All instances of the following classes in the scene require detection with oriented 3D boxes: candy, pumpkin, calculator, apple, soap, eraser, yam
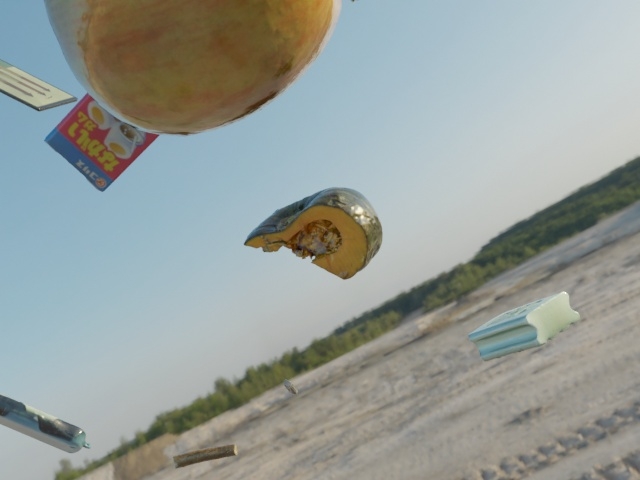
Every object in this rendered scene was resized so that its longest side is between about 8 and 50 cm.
[{"bbox_3d":[-0.391,-0.256,1.589,0.306,0.157,0.100,-40,17,20],"label":"candy"},{"bbox_3d":[0.000,0.000,1.740,0.280,0.190,0.139,-24,17,29],"label":"pumpkin"},{"bbox_3d":[-0.690,0.441,1.914,0.173,0.293,0.051,-48,18,60],"label":"calculator"},{"bbox_3d":[-0.157,-0.329,0.992,0.346,0.391,0.391,-15,-7,5],"label":"apple"},{"bbox_3d":[0.385,0.168,1.521,0.119,0.066,0.198,-24,-6,-28],"label":"soap"},{"bbox_3d":[-0.090,0.441,2.372,0.019,0.027,0.099,-61,-24,-19],"label":"eraser"},{"bbox_3d":[-0.261,0.485,1.791,0.145,0.032,0.032,-11,-8,-1],"label":"yam"}]

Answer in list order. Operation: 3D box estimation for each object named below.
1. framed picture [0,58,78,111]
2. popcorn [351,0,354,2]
[{"bbox_3d":[-0.833,-0.430,2.094,0.013,0.323,0.244,-63,2,18],"label":"framed picture"},{"bbox_3d":[0.084,-0.551,1.693,0.083,0.057,0.082,-42,-2,34],"label":"popcorn"}]
